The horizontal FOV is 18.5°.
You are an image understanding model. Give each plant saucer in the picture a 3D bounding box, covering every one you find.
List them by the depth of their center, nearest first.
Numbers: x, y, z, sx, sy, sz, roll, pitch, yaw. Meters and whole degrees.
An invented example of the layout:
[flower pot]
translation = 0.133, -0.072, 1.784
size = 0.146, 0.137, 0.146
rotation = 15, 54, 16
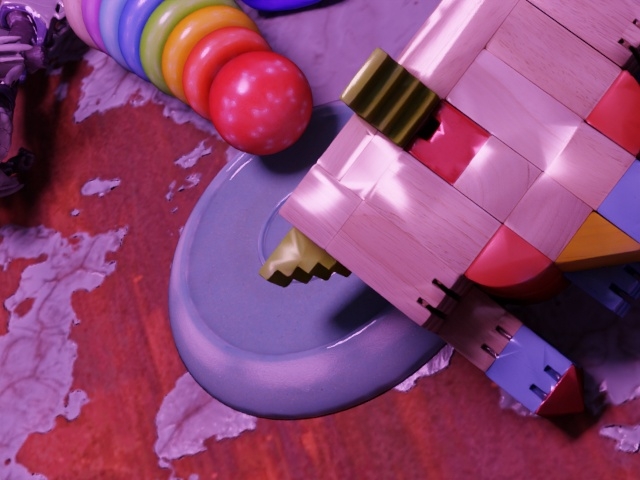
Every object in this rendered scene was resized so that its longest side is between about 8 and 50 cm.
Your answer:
[plant saucer]
translation = 0.000, 0.000, 1.658
size = 0.318, 0.043, 0.317
rotation = -16, 51, 21

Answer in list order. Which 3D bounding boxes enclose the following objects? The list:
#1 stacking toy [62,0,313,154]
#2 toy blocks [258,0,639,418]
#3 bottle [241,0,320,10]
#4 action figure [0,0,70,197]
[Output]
[stacking toy]
translation = -0.110, -0.178, 1.765
size = 0.141, 0.141, 0.330
rotation = -44, 41, -3
[toy blocks]
translation = 0.164, -0.050, 1.467
size = 0.261, 0.191, 0.381
rotation = 38, 93, 19
[bottle]
translation = -0.018, -0.354, 1.886
size = 0.118, 0.092, 0.282
rotation = -9, 54, 29
[action figure]
translation = -0.302, -0.143, 1.867
size = 0.285, 0.099, 0.185
rotation = -81, 13, -46
